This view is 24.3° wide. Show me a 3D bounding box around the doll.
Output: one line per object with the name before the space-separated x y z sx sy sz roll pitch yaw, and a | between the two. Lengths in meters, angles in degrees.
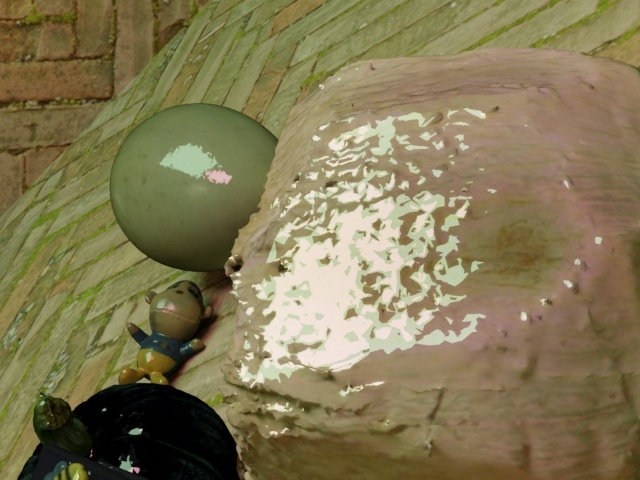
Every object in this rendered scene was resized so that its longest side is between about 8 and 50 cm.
doll | -0.191 0.113 1.862 0.179 0.102 0.089 -72 -4 -45

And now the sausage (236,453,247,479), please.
sausage | -0.048 0.151 1.519 0.103 0.076 0.302 -62 12 17

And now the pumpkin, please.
pumpkin | -0.211 0.235 1.489 0.248 0.248 0.248 -37 25 20

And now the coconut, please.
coconut | 0.148 0.062 1.045 0.404 0.404 0.404 -37 25 20

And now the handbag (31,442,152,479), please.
handbag | -0.187 0.348 1.242 0.329 0.122 0.303 13 79 46

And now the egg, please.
egg | -0.143 -0.066 1.903 0.295 0.218 0.218 9 58 52
